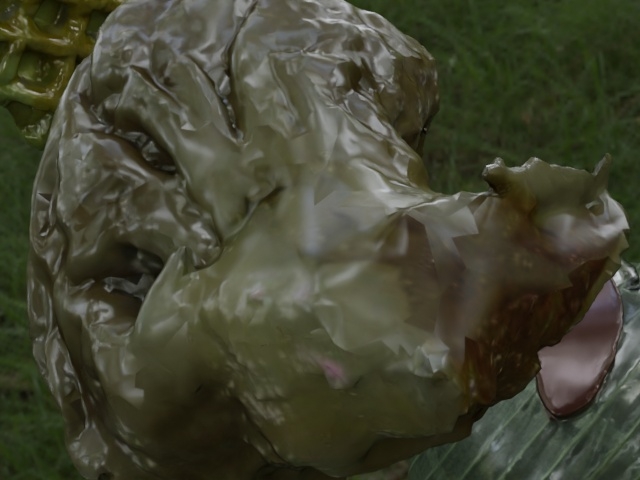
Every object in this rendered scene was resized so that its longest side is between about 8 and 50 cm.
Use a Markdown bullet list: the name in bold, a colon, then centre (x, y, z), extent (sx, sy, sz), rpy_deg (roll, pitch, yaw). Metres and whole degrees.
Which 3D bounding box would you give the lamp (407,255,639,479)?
- **lamp**: centre (0.157, 0.122, 0.716), extent (0.233, 0.233, 0.265), rpy_deg (-14, -12, 0)

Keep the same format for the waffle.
- **waffle**: centre (-0.104, -0.139, 0.761), extent (0.223, 0.204, 0.054), rpy_deg (-37, 39, -15)

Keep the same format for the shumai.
- **shumai**: centre (0.000, 0.000, 0.411), extent (0.166, 0.206, 0.175), rpy_deg (7, -5, -28)
